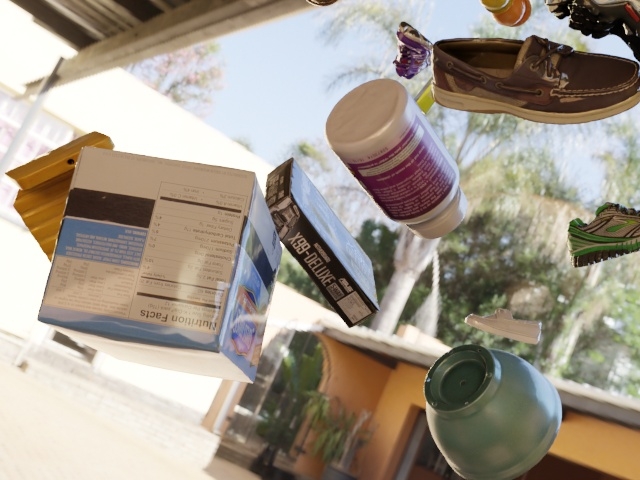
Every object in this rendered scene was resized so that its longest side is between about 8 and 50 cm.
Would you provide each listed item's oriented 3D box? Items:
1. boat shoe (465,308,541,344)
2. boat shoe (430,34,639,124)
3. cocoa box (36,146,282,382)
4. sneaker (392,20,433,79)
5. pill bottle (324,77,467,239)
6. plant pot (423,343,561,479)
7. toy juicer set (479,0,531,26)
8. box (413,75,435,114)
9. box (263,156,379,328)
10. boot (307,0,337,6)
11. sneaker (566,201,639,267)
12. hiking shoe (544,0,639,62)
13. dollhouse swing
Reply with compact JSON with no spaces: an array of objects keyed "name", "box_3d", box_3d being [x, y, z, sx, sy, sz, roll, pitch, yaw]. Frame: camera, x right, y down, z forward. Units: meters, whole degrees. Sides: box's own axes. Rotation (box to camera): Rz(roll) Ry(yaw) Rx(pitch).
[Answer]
[{"name":"boat shoe","box_3d":[0.419,0.187,1.792,0.184,0.063,0.066,15,-2,-6]},{"name":"boat shoe","box_3d":[0.275,-0.220,1.033,0.285,0.103,0.092,11,-35,30]},{"name":"cocoa box","box_3d":[-0.196,0.053,1.084,0.231,0.228,0.347,9,-16,5]},{"name":"sneaker","box_3d":[0.156,-0.317,1.359,0.068,0.071,0.170,43,3,16]},{"name":"pill bottle","box_3d":[0.149,-0.136,1.436,0.169,0.169,0.301,12,-27,46]},{"name":"plant pot","box_3d":[0.347,0.350,1.719,0.293,0.293,0.196,8,-33,53]},{"name":"toy juicer set","box_3d":[0.334,-0.457,1.234,0.090,0.209,0.329,61,1,17]},{"name":"box","box_3d":[0.274,-0.368,1.908,0.042,0.178,0.109,39,3,-5]},{"name":"box","box_3d":[0.000,0.000,1.628,0.307,0.076,0.242,52,14,-19]},{"name":"boot","box_3d":[0.016,-0.485,1.123,0.112,0.306,0.115,7,26,-6]},{"name":"sneaker","box_3d":[0.769,-0.039,1.977,0.343,0.146,0.134,-21,-8,39]},{"name":"hiking shoe","box_3d":[0.422,-0.268,0.936,0.304,0.132,0.113,36,1,5]},{"name":"dollhouse swing","box_3d":[-0.473,-0.008,1.681,0.305,0.315,0.347,-118,-177,-62]}]
